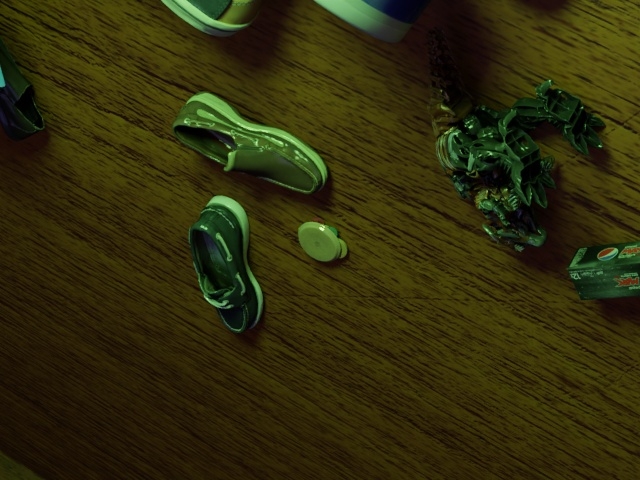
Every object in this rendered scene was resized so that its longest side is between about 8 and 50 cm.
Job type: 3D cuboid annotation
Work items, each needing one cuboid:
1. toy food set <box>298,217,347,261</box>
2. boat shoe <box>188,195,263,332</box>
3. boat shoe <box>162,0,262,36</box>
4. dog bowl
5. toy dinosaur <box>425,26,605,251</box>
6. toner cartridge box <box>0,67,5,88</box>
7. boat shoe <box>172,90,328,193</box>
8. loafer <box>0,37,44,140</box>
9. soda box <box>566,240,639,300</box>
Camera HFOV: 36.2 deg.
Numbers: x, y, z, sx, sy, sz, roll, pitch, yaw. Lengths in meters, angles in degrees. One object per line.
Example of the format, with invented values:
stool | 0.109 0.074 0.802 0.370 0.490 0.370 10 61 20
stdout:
toy food set | 0.000 0.000 1.610 0.083 0.020 0.083 -13 118 43
boat shoe | -0.177 0.063 1.741 0.114 0.091 0.303 13 133 27
boat shoe | -0.257 -0.475 1.256 0.500 0.187 0.156 40 134 -8
dog bowl | 0.016 -0.344 1.094 0.265 0.265 0.104 39 111 0
toy dinosaur | 0.216 -0.116 1.262 0.322 0.164 0.218 37 161 -30
toner cartridge box | -0.620 -0.320 1.613 0.347 0.075 0.165 10 116 57
boat shoe | -0.116 -0.132 1.518 0.257 0.095 0.095 27 138 13
loafer | -0.544 -0.280 1.724 0.078 0.080 0.220 -2 129 23
soda box | 0.423 0.038 1.310 0.168 0.053 0.060 -8 122 41
